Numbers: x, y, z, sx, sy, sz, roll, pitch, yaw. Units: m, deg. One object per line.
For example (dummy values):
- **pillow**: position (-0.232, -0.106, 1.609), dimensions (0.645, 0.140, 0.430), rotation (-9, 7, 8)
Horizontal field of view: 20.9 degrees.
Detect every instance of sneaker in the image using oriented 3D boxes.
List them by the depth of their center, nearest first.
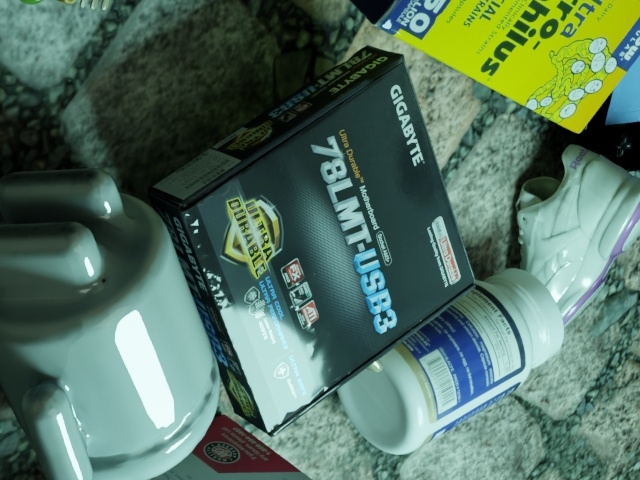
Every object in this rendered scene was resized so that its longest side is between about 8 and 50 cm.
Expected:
- **sneaker**: position (0.301, 0.004, 2.194), dimensions (0.114, 0.152, 0.305), rotation (-37, 161, -49)

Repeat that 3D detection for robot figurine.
- **robot figurine**: position (-0.212, 0.093, 1.645), dimensions (0.300, 0.199, 0.353), rotation (-70, 153, -44)

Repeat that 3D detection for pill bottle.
- **pill bottle**: position (0.159, 0.138, 2.085), dimensions (0.264, 0.153, 0.153), rotation (-25, 130, -33)

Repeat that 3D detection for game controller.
- **game controller**: position (0.398, -0.232, 2.153), dimensions (0.166, 0.067, 0.319), rotation (-4, 118, -29)

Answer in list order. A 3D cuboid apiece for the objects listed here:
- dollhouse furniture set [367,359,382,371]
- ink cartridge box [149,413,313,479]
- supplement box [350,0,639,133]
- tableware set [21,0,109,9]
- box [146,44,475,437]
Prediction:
- **dollhouse furniture set**: position (-0.016, 0.026, 1.890), dimensions (0.262, 0.135, 0.259), rotation (-49, 128, -11)
- **ink cartridge box**: position (-0.170, 0.362, 1.796), dimensions (0.384, 0.279, 0.160), rotation (-18, 126, -37)
- **supplement box**: position (0.172, -0.281, 1.768), dimensions (0.356, 0.195, 0.194), rotation (20, 112, -47)
- **tableware set**: position (-0.218, -0.281, 1.547), dimensions (0.104, 0.024, 0.154), rotation (0, 115, -42)
- **box**: position (0.000, 0.000, 1.757), dimensions (0.293, 0.073, 0.295), rotation (-33, 124, -23)
